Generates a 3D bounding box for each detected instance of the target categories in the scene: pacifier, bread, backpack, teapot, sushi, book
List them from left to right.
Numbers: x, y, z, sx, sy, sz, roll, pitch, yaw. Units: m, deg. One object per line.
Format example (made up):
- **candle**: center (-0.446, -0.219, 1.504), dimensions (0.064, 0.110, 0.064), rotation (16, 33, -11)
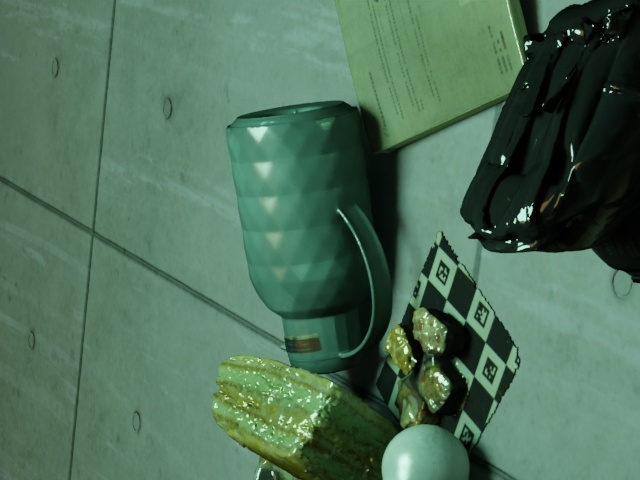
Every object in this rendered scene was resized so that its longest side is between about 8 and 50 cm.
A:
- **bread**: center (-0.021, 0.194, 1.826), dimensions (0.196, 0.138, 0.102), rotation (18, 74, 49)
- **pacifier**: center (0.064, 0.276, 1.660), dimensions (0.244, 0.299, 0.233), rotation (9, 54, 30)
- **book**: center (0.106, -0.217, 1.738), dimensions (0.283, 0.025, 0.214), rotation (-18, 84, 59)
- **sushi**: center (0.107, 0.129, 1.749), dimensions (0.192, 0.040, 0.210), rotation (59, 138, 43)
- **backpack**: center (0.210, -0.093, 1.374), dimensions (0.258, 0.133, 0.206), rotation (-60, 21, -12)
- **teapot**: center (0.281, -0.001, 1.404), dimensions (0.177, 0.087, 0.096), rotation (0, 112, 62)

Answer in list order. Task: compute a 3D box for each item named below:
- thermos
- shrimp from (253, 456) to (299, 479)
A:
- **thermos**: center (0.000, 0.000, 1.843), dimensions (0.182, 0.145, 0.286), rotation (0, 103, 51)
- **shrimp**: center (-0.044, 0.290, 1.992), dimensions (0.317, 0.077, 0.168), rotation (-44, 44, 45)
